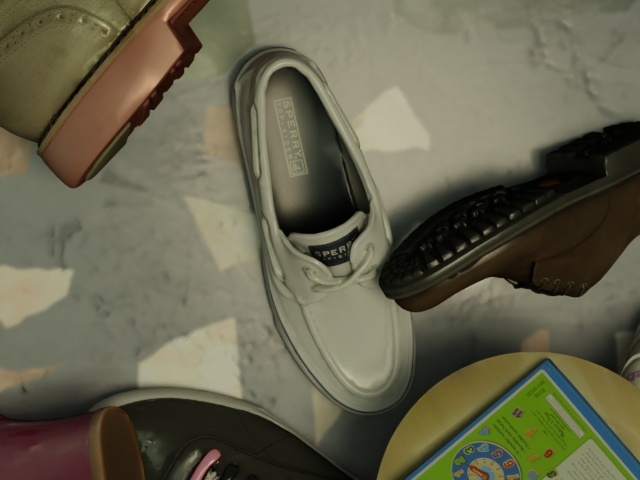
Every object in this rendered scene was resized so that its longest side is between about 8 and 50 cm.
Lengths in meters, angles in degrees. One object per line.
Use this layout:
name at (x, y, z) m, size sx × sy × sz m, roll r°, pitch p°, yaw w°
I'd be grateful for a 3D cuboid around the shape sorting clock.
shape sorting clock at (0.134, 0.172, 1.168) m, size 0.206 × 0.040 × 0.206 m, roll 1°, pitch 76°, yaw -5°

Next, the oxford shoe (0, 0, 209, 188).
oxford shoe at (-0.088, -0.228, 1.180) m, size 0.146 × 0.140 × 0.397 m, roll 37°, pitch 89°, yaw -2°

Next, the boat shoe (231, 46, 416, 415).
boat shoe at (0.000, 0.000, 1.240) m, size 0.095 × 0.084 × 0.258 m, roll -22°, pitch 98°, yaw -4°

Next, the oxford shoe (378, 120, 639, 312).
oxford shoe at (0.143, 0.005, 1.238) m, size 0.227 × 0.083 × 0.096 m, roll -24°, pitch 108°, yaw -21°

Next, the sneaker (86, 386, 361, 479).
sneaker at (-0.023, 0.189, 1.229) m, size 0.296 × 0.147 × 0.104 m, roll 28°, pitch 95°, yaw -8°

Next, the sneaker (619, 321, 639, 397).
sneaker at (0.284, 0.196, 1.258) m, size 0.114 × 0.152 × 0.305 m, roll -32°, pitch 95°, yaw 31°

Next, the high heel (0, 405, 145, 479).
high heel at (-0.190, 0.296, 1.195) m, size 0.181 × 0.127 × 0.377 m, roll -12°, pitch 70°, yaw 21°
